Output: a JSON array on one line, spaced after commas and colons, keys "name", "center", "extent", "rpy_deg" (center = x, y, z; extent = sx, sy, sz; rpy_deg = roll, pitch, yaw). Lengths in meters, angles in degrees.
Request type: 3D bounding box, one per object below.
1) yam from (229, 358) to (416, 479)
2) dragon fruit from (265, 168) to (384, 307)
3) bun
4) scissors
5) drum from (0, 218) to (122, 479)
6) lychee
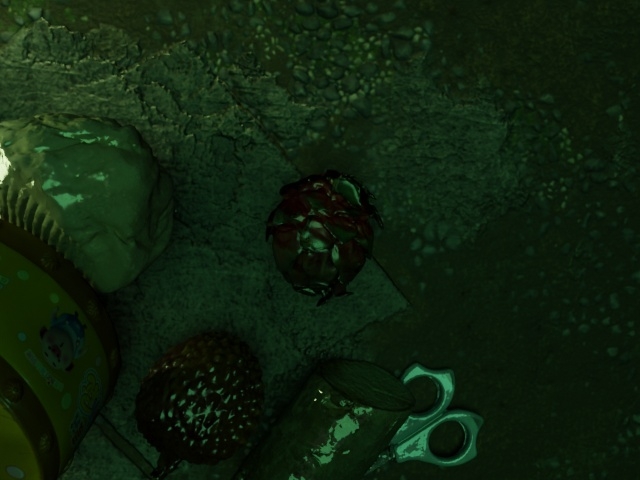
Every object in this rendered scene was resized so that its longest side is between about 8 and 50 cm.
[{"name": "yam", "center": [0.000, 0.326, 0.993], "extent": [0.168, 0.168, 0.304], "rpy_deg": [37, 93, -6]}, {"name": "dragon fruit", "center": [0.002, -0.009, 0.956], "extent": [0.182, 0.182, 0.189], "rpy_deg": [26, 74, -6]}, {"name": "bun", "center": [-0.330, -0.064, 0.897], "extent": [0.281, 0.281, 0.205], "rpy_deg": [42, 58, -6]}, {"name": "scissors", "center": [0.102, 0.361, 1.068], "extent": [0.360, 0.029, 0.191], "rpy_deg": [-34, 93, 2]}, {"name": "drum", "center": [-0.504, 0.175, 0.829], "extent": [0.430, 0.214, 0.431], "rpy_deg": [5, 124, 7]}, {"name": "lychee", "center": [-0.185, 0.254, 0.956], "extent": [0.200, 0.200, 0.238], "rpy_deg": [27, 72, -6]}]
